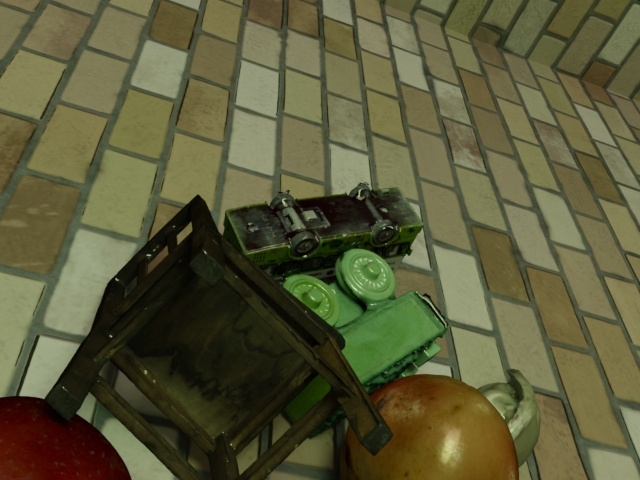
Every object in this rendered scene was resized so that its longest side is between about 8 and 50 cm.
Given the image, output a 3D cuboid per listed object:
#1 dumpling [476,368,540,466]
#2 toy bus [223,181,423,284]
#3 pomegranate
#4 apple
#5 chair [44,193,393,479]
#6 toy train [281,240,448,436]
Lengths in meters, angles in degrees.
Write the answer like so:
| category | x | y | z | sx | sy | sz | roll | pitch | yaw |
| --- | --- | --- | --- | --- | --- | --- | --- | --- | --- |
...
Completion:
| category | x | y | z | sx | sy | sz | roll | pitch | yaw |
| --- | --- | --- | --- | --- | --- | --- | --- | --- | --- |
| dumpling | 0.244 | 0.243 | 0.973 | 0.118 | 0.136 | 0.199 | 23 | 27 | 6 |
| toy bus | 0.000 | 0.000 | 1.107 | 0.302 | 0.139 | 0.113 | -8 | 49 | -27 |
| pomegranate | 0.125 | 0.256 | 0.833 | 0.209 | 0.209 | 0.209 | 16 | 39 | -14 |
| apple | -0.262 | 0.247 | 0.592 | 0.218 | 0.218 | 0.201 | 28 | 24 | 1 |
| chair | -0.113 | 0.115 | 0.791 | 0.240 | 0.203 | 0.416 | 45 | 1 | -13 |
| toy train | 0.028 | 0.129 | 0.960 | 0.272 | 0.159 | 0.188 | -22 | 68 | -46 |
